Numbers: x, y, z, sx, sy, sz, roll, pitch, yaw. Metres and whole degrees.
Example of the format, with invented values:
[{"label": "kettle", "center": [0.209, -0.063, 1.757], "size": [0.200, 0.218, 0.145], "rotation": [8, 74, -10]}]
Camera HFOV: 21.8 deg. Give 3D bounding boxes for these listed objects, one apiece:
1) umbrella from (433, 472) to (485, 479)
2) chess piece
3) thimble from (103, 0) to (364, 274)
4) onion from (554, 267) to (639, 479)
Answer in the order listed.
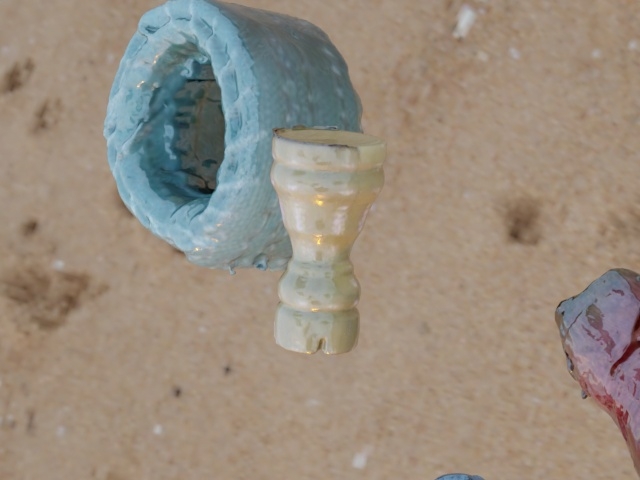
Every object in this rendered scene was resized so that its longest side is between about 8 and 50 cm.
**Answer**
[{"label": "umbrella", "center": [0.099, 0.221, 1.205], "size": [0.053, 0.250, 0.052], "rotation": [-25, 65, -7]}, {"label": "chess piece", "center": [0.000, 0.000, 0.935], "size": [0.066, 0.066, 0.122], "rotation": [20, 109, 46]}, {"label": "thimble", "center": [-0.071, -0.083, 1.388], "size": [0.198, 0.143, 0.235], "rotation": [-25, 67, 44]}, {"label": "onion", "center": [0.313, 0.177, 1.038], "size": [0.420, 0.398, 0.398], "rotation": [26, 94, 23]}]
